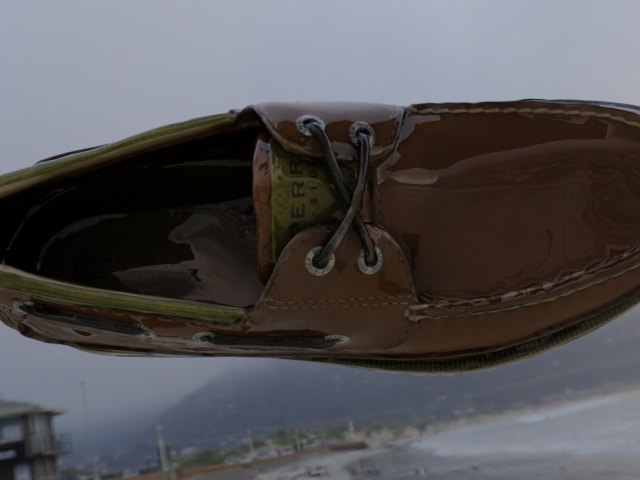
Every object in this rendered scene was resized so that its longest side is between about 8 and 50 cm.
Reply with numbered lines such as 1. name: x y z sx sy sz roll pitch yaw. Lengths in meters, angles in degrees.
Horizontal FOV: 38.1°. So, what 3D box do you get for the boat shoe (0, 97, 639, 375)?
1. boat shoe: 0.000 0.000 0.370 0.307 0.110 0.104 -11 -17 13
